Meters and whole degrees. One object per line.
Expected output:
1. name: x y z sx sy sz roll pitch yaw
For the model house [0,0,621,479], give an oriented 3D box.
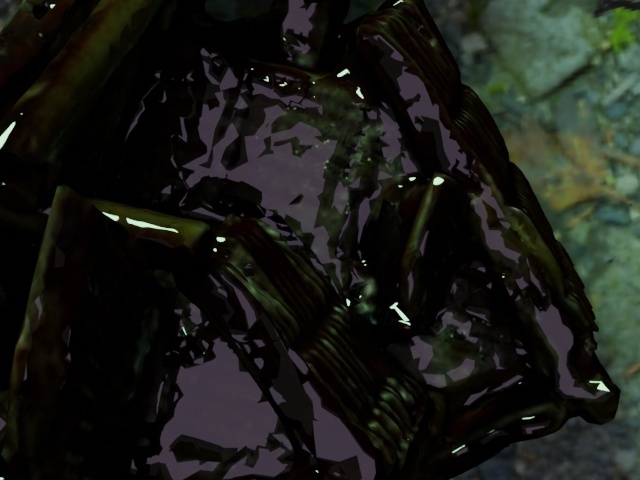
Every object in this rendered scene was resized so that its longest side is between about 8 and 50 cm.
1. model house: 0.000 0.000 0.491 0.282 0.317 0.297 22 101 5
